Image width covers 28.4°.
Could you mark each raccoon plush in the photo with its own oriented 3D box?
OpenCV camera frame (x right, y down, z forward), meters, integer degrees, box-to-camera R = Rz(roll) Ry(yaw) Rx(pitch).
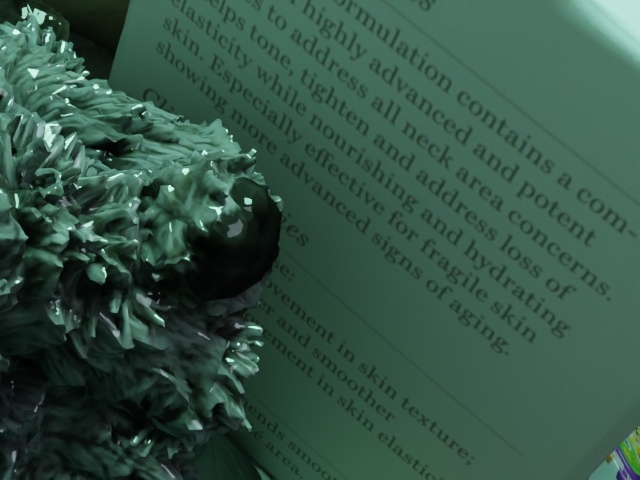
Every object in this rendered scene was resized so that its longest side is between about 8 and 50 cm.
[{"bbox_3d":[-0.229,-0.023,0.529,0.299,0.216,0.446,20,11,-44],"label":"raccoon plush"}]

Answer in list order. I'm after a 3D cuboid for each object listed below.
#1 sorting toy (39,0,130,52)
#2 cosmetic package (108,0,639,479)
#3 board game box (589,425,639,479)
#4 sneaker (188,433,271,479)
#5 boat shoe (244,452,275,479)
[{"bbox_3d":[-0.086,-0.222,0.954,0.255,0.257,0.089,20,66,-63],"label":"sorting toy"},{"bbox_3d":[0.103,-0.068,0.722,0.329,0.394,0.327,42,48,13],"label":"cosmetic package"},{"bbox_3d":[0.265,0.217,1.408,0.144,0.142,0.275,60,18,2],"label":"board game box"},{"bbox_3d":[-0.093,0.164,0.606,0.147,0.104,0.296,50,14,-21],"label":"sneaker"},{"bbox_3d":[-0.022,0.216,0.727,0.095,0.084,0.258,45,22,-38],"label":"boat shoe"}]
